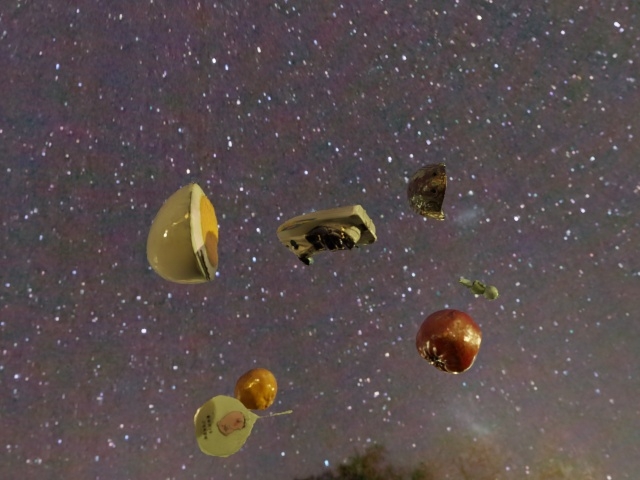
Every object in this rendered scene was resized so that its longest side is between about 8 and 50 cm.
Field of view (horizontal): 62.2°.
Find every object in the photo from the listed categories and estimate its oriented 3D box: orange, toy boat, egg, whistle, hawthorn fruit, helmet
[{"bbox_3d":[-0.226,0.535,1.889,0.158,0.136,0.159,-24,-48,-30],"label":"orange"},{"bbox_3d":[0.006,-0.006,1.387,0.269,0.141,0.141,-19,-42,22],"label":"toy boat"},{"bbox_3d":[-0.387,-0.017,1.466,0.173,0.287,0.264,-6,-24,1],"label":"egg"},{"bbox_3d":[0.378,0.114,1.262,0.100,0.035,0.035,23,-47,10],"label":"whistle"},{"bbox_3d":[0.374,0.271,1.501,0.200,0.179,0.179,-40,-37,-26],"label":"hawthorn fruit"},{"bbox_3d":[0.290,-0.135,1.457,0.107,0.153,0.177,3,-12,12],"label":"helmet"}]

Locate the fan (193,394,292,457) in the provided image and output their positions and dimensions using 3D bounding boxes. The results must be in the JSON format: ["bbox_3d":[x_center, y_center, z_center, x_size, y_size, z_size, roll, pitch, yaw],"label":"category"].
[{"bbox_3d":[-0.231,0.552,1.628,0.309,0.182,0.010,-6,-26,-23],"label":"fan"}]
